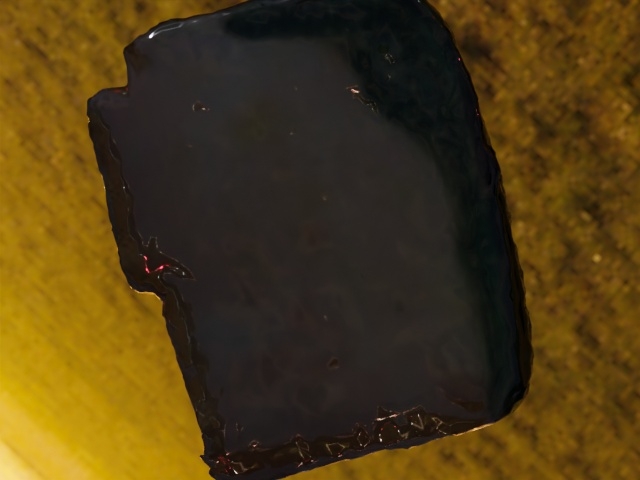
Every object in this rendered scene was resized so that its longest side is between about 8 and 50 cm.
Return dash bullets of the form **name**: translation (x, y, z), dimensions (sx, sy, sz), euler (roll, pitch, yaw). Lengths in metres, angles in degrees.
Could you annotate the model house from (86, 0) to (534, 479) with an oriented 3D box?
- **model house**: translation (-0.002, 0.001, 1.086), dimensions (0.284, 0.243, 0.298), euler (76, 180, -84)
